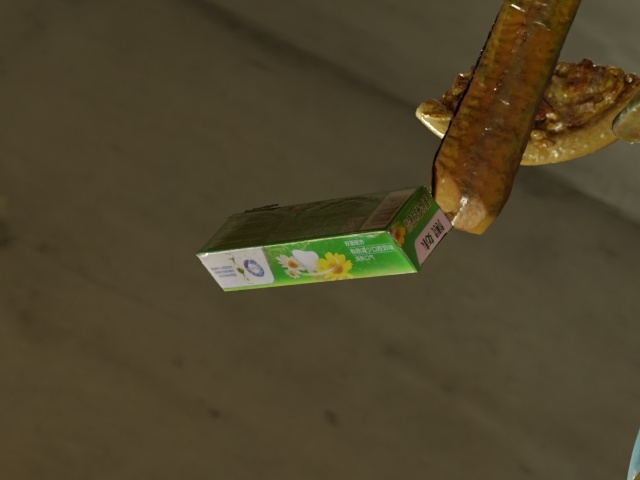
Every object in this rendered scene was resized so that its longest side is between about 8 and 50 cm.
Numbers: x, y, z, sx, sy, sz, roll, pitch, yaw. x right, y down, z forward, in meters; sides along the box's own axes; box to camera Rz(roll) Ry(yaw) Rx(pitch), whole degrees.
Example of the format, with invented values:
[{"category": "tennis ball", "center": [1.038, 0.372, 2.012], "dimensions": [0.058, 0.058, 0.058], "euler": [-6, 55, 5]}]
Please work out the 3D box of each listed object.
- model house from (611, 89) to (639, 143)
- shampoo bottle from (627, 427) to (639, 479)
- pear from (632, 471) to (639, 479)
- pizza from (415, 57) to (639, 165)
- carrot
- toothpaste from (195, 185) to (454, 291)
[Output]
[{"category": "model house", "center": [0.345, -0.099, 1.505], "dimensions": [0.268, 0.239, 0.173], "euler": [116, 142, -80]}, {"category": "shampoo bottle", "center": [0.544, 0.245, 2.022], "dimensions": [0.331, 0.343, 0.331], "euler": [-35, -41, -37]}, {"category": "pear", "center": [0.334, 0.238, 1.257], "dimensions": [0.336, 0.285, 0.285], "euler": [-19, 21, 29]}, {"category": "pizza", "center": [0.221, -0.135, 1.970], "dimensions": [0.058, 0.246, 0.127], "euler": [75, -156, -64]}, {"category": "carrot", "center": [0.154, -0.131, 1.551], "dimensions": [0.070, 0.070, 0.260], "euler": [-34, -34, -80]}, {"category": "toothpaste", "center": [0.000, 0.000, 1.160], "dimensions": [0.178, 0.037, 0.043], "euler": [-8, 37, 48]}]
